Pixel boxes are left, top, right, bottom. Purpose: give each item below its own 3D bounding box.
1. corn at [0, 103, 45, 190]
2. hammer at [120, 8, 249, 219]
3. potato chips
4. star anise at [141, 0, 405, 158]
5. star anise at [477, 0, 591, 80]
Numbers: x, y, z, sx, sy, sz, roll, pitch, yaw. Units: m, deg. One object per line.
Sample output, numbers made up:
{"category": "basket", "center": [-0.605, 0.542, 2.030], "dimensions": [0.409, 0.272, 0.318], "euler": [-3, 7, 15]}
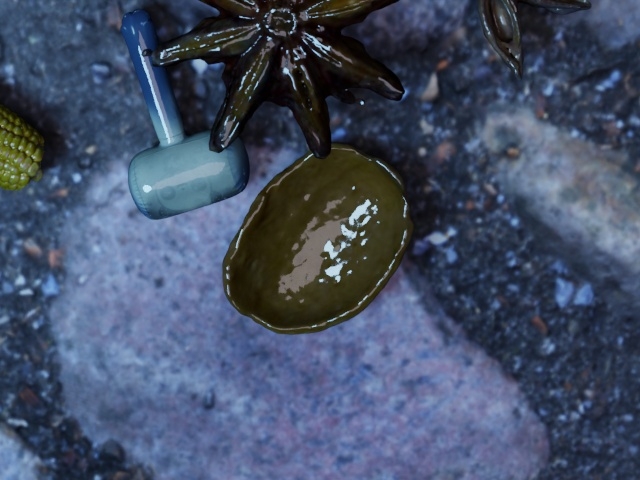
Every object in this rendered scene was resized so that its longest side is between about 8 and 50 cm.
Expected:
{"category": "corn", "center": [-0.360, -0.122, 1.355], "dimensions": [0.238, 0.080, 0.080], "euler": [33, 101, -8]}
{"category": "hammer", "center": [-0.142, -0.122, 1.373], "dimensions": [0.116, 0.069, 0.194], "euler": [-17, 100, 3]}
{"category": "potato chips", "center": [0.000, 0.000, 1.417], "dimensions": [0.150, 0.049, 0.202], "euler": [32, 104, -5]}
{"category": "star anise", "center": [-0.029, -0.203, 1.334], "dimensions": [0.272, 0.102, 0.272], "euler": [1, 103, 6]}
{"category": "star anise", "center": [0.156, -0.263, 1.349], "dimensions": [0.208, 0.063, 0.172], "euler": [31, 95, -4]}
